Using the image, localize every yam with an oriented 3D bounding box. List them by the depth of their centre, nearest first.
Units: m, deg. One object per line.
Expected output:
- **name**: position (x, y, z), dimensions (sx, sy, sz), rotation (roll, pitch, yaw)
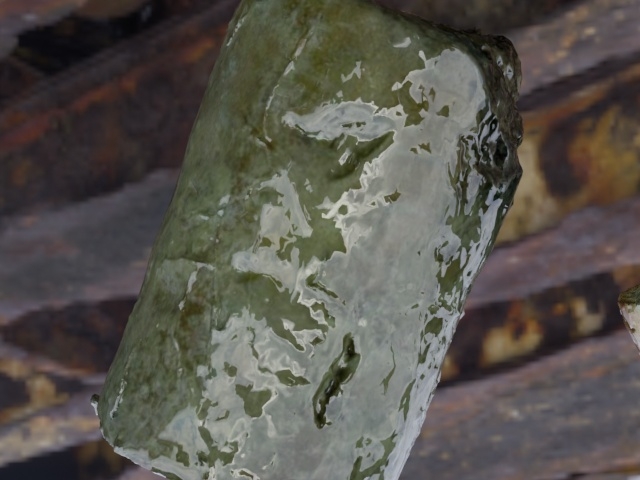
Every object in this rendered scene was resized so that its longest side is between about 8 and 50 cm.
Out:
- **yam**: position (0.000, 0.000, 0.876), dimensions (0.195, 0.300, 0.195), rotation (21, -178, -1)

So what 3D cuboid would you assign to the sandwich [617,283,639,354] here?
- **sandwich**: position (0.439, 0.069, 1.361), dimensions (0.289, 0.099, 0.254), rotation (-21, -157, 5)
